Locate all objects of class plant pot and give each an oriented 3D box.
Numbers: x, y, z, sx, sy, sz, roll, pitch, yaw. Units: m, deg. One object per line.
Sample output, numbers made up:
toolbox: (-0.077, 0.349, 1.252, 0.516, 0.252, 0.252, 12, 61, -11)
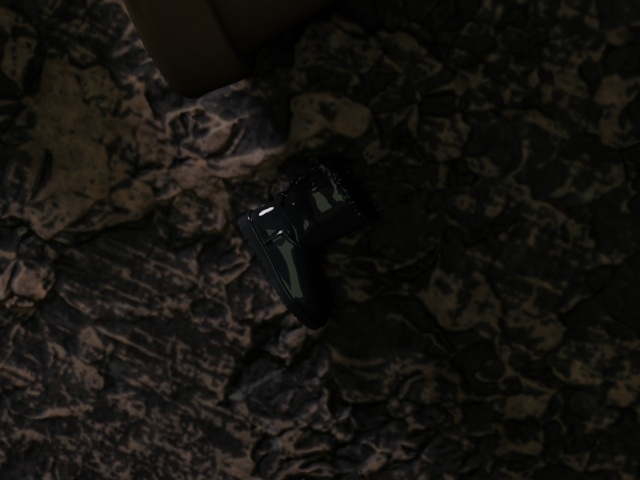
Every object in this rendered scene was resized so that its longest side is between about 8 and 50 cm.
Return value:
plant pot: (-0.034, -0.259, 1.405, 0.229, 0.263, 0.263, -17, 95, 6)

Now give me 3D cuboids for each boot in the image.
boot: (0.000, 0.000, 1.542, 0.099, 0.045, 0.121, -32, 90, 20)
